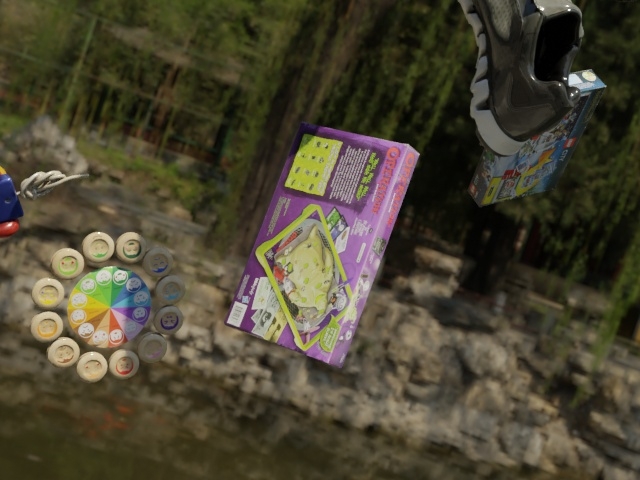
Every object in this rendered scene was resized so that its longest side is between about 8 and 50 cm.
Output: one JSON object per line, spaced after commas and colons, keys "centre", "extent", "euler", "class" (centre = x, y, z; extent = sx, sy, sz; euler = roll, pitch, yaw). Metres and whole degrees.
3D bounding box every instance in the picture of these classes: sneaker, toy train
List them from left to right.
{"centre": [-0.446, -0.081, 1.421], "extent": [0.248, 0.105, 0.143], "euler": [-18, 39, -12], "class": "toy train"}
{"centre": [0.172, -0.194, 0.875], "extent": [0.078, 0.234, 0.106], "euler": [6, -17, -38], "class": "sneaker"}

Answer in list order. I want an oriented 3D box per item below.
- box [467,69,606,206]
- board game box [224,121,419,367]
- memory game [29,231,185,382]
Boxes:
{"centre": [0.344, -0.162, 1.681], "extent": [0.159, 0.233, 0.044], "euler": [-14, 53, -25], "class": "box"}
{"centre": [0.000, 0.000, 1.600], "extent": [0.208, 0.347, 0.056], "euler": [16, -8, 38], "class": "board game box"}
{"centre": [-0.244, 0.078, 1.208], "extent": [0.186, 0.186, 0.012], "euler": [18, 5, -29], "class": "memory game"}
